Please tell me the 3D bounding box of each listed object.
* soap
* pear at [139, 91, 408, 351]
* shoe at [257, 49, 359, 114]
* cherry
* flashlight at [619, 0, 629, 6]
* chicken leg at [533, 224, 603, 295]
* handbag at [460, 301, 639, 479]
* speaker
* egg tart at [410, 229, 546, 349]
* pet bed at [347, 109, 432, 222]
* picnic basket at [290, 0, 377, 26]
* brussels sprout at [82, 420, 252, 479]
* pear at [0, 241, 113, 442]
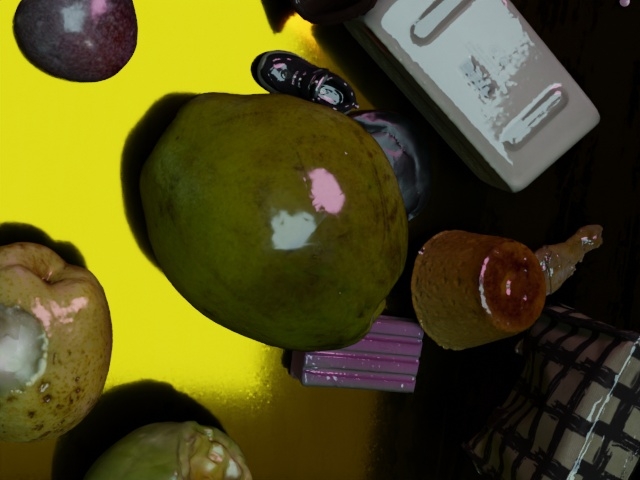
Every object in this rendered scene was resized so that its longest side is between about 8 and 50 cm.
[{"bbox_3d":[0.060,0.178,1.690,0.203,0.065,0.122,8,94,-19],"label":"soap"},{"bbox_3d":[-0.059,-0.028,1.482,0.413,0.352,0.352,37,86,-6],"label":"pear"},{"bbox_3d":[-0.011,-0.237,1.589,0.169,0.099,0.071,23,93,-19],"label":"shoe"},{"bbox_3d":[-0.335,-0.300,1.454,0.176,0.140,0.176,-6,100,-32],"label":"cherry"},{"bbox_3d":[0.502,-0.451,1.758,0.052,0.031,0.110,-41,108,-8],"label":"flashlight"},{"bbox_3d":[0.412,0.031,1.784,0.197,0.069,0.085,-33,108,-18],"label":"chicken leg"},{"bbox_3d":[0.388,0.276,1.674,0.162,0.327,0.325,28,89,-21],"label":"handbag"},{"bbox_3d":[0.230,-0.270,1.624,0.184,0.183,0.406,-45,108,-1],"label":"speaker"},{"bbox_3d":[0.258,0.073,1.671,0.202,0.147,0.203,5,81,-31],"label":"egg tart"},{"bbox_3d":[0.087,-0.113,1.664,0.201,0.053,0.201,-3,100,-18],"label":"pet bed"},{"bbox_3d":[0.022,-0.461,1.458,0.129,0.222,0.297,-28,105,-31],"label":"picnic basket"},{"bbox_3d":[-0.211,0.434,1.535,0.344,0.268,0.344,-4,99,-25],"label":"brussels sprout"},{"bbox_3d":[-0.410,0.138,1.437,0.271,0.271,0.271,-3,99,-18],"label":"pear"}]
